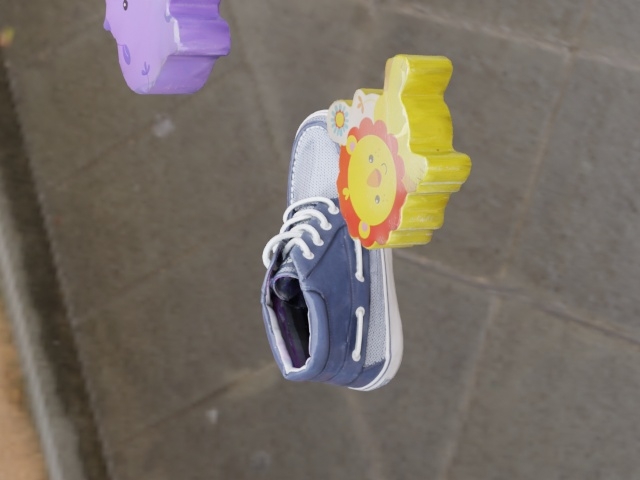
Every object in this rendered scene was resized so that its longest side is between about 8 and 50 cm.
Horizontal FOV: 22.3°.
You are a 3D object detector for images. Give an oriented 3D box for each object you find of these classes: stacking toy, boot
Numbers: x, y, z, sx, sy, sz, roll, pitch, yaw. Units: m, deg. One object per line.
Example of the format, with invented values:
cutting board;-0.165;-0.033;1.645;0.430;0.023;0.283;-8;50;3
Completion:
stacking toy;-0.052;-0.105;0.463;0.052;0.167;0.221;-27;68;56
boot;0.000;0.000;1.032;0.069;0.086;0.190;-24;69;33
